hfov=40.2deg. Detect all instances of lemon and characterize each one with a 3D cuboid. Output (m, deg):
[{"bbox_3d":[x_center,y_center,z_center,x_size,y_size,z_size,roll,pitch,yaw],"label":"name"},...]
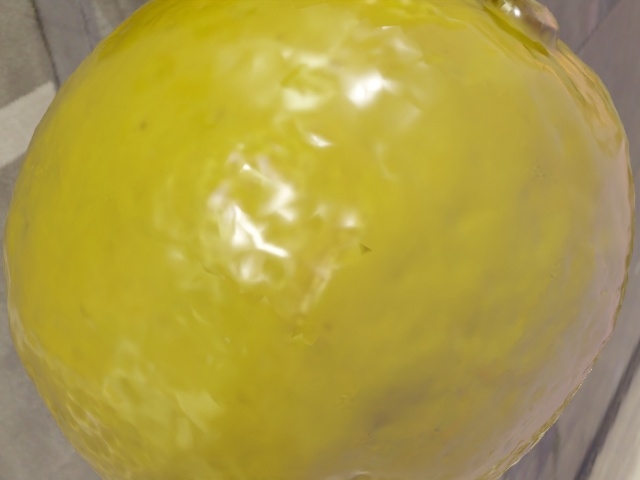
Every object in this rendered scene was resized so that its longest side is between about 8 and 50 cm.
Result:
[{"bbox_3d":[0.000,0.000,0.490,0.348,0.348,0.348,-40,140,-47],"label":"lemon"}]
